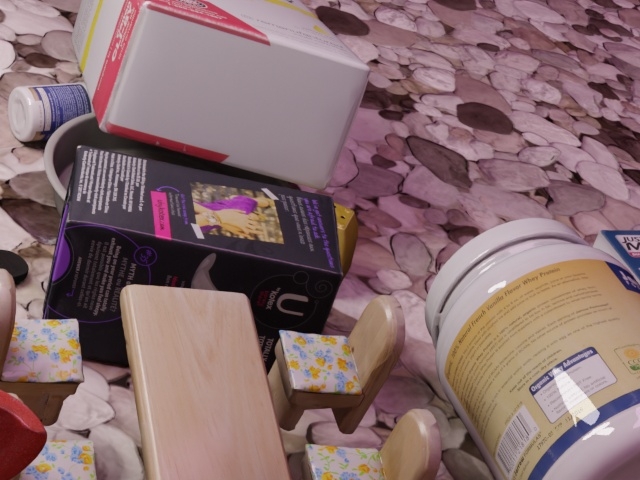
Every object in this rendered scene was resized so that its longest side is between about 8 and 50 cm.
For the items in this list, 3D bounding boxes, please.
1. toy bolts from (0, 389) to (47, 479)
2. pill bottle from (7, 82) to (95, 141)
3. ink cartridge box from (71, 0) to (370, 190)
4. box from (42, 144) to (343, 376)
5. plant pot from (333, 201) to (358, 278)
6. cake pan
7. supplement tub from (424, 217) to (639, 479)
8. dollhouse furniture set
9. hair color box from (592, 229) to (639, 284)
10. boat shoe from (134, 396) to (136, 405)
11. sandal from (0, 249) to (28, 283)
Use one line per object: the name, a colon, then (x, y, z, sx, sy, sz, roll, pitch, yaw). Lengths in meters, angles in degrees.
toy bolts: (-0.327, 0.131, 0.939, 0.218, 0.228, 0.158, 14, 38, -54)
pill bottle: (-0.310, -0.156, 1.629, 0.120, 0.067, 0.067, -9, 42, -36)
ink cartridge box: (-0.138, -0.229, 1.647, 0.279, 0.160, 0.385, 13, 19, -21)
box: (-0.131, 0.031, 1.352, 0.270, 0.165, 0.143, 12, 33, -12)
plant pot: (0.000, 0.000, 1.543, 0.081, 0.083, 0.081, 23, 33, 5)
cake pan: (-0.176, -0.053, 1.558, 0.293, 0.054, 0.293, 14, 33, -9)
supplement tub: (0.249, 0.146, 1.320, 0.228, 0.228, 0.316, 2, 37, -25)
dollhouse furniture set: (-0.065, 0.165, 1.046, 0.362, 0.256, 0.394, 6, 44, -23)
hair color box: (0.386, 0.158, 1.425, 0.105, 0.174, 0.347, 1, 36, -25)
boat shoe: (-0.136, 0.173, 1.250, 0.043, 0.049, 0.137, 4, 31, -26)
sandal: (-0.372, 0.029, 1.344, 0.179, 0.040, 0.067, -17, 47, -43)
